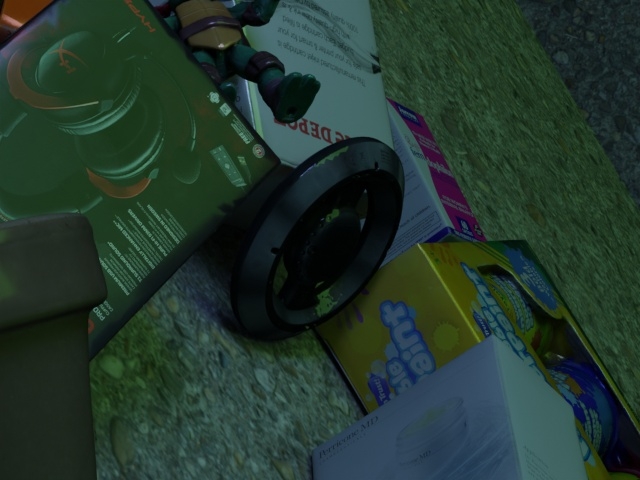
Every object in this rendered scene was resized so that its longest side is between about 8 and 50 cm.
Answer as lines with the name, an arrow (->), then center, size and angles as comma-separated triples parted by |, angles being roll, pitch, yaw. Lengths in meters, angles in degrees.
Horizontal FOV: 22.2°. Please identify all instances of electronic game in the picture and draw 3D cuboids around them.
electronic game -> 0.000, 0.000, 1.602 | 0.048, 0.229, 0.229 | 37, 11, 31

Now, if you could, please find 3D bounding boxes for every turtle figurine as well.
turtle figurine -> -0.099, -0.194, 1.474 | 0.118, 0.175, 0.234 | 77, -13, -52

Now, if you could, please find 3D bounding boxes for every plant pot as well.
plant pot -> -0.232, 0.126, 0.950 | 0.263, 0.263, 0.229 | -15, 90, -67

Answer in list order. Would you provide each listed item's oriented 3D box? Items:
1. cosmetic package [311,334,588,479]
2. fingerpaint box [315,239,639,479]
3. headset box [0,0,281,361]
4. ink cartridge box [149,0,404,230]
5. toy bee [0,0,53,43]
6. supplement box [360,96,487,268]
cosmetic package -> 0.119, 0.246, 1.467 | 0.138, 0.224, 0.224 | 43, 24, -28
fingerpaint box -> 0.231, 0.220, 1.819 | 0.445, 0.163, 0.371 | 60, 22, 13
headset box -> -0.204, -0.041, 1.240 | 0.218, 0.110, 0.293 | 51, 54, -11
ink cartridge box -> -0.075, -0.220, 1.699 | 0.285, 0.166, 0.395 | 16, 61, -57
toy bee -> -0.263, -0.267, 1.563 | 0.195, 0.162, 0.298 | 36, 56, -6
supplement box -> 0.103, -0.056, 2.037 | 0.111, 0.114, 0.220 | 19, 39, -54
